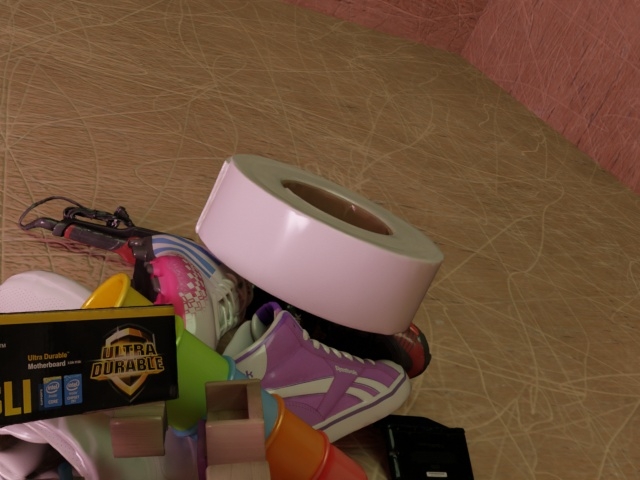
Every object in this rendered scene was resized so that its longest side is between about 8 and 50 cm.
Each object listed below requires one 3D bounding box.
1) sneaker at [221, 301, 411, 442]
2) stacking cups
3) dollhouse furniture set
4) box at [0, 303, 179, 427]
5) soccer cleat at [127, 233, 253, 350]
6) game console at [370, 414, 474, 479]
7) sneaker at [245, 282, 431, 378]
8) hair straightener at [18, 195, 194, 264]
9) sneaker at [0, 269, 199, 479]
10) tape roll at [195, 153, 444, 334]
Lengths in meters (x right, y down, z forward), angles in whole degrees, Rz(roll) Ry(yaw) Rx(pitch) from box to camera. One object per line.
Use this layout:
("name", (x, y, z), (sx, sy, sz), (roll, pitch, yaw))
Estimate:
("sneaker", (0.000, 0.135, 1.112), (0.282, 0.102, 0.161), (-12, 83, -57))
("stacking cups", (-0.087, 0.162, 0.911), (0.316, 0.096, 0.096), (42, 18, -22))
("dollhouse furniture set", (-0.182, 0.267, 0.745), (0.303, 0.198, 0.286), (-3, 23, -6))
("box", (-0.304, 0.096, 0.735), (0.322, 0.079, 0.257), (-7, -7, 37))
("soccer cleat", (-0.131, 0.063, 1.112), (0.143, 0.116, 0.331), (5, 15, -18))
("game console", (0.108, 0.248, 1.196), (0.122, 0.071, 0.107), (10, 59, -34))
("sneaker", (0.005, 0.108, 1.267), (0.276, 0.098, 0.135), (28, 23, 7))
("hair straightener", (-0.269, -0.008, 1.294), (0.230, 0.047, 0.089), (12, 27, -22))
("sneaker", (-0.250, 0.134, 0.931), (0.292, 0.108, 0.169), (40, 23, 24))
("tape roll", (0.000, 0.000, 1.211), (0.286, 0.100, 0.286), (24, 13, -6))
